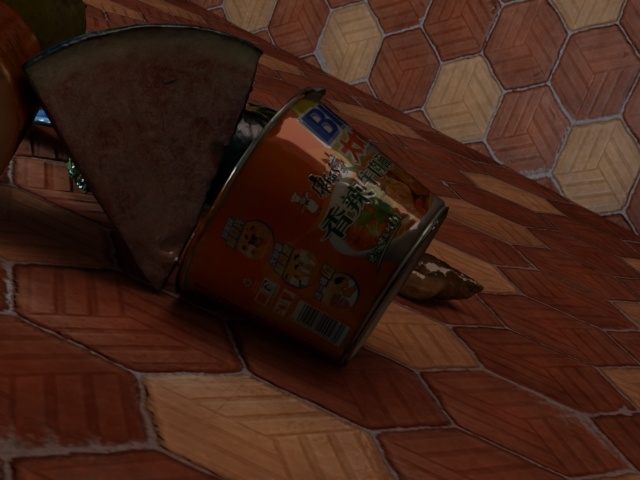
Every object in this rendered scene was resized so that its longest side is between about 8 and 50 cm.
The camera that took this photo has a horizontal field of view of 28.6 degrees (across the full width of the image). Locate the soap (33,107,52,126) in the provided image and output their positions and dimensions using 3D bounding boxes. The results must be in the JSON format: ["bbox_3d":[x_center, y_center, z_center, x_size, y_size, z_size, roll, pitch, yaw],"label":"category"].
[{"bbox_3d":[-0.401,-0.207,1.878,0.293,0.077,0.156,11,4,26],"label":"soap"}]

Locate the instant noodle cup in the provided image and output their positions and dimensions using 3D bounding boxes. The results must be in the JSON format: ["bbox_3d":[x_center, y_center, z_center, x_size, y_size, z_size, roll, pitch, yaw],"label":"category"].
[{"bbox_3d":[0.000,0.000,1.460,0.214,0.296,0.296,34,15,6],"label":"instant noodle cup"}]

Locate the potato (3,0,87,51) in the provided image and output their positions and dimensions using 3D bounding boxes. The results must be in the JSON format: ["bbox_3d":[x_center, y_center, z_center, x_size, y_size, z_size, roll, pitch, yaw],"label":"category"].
[{"bbox_3d":[-0.556,-0.396,2.064,0.330,0.280,0.213,23,12,-1],"label":"potato"}]

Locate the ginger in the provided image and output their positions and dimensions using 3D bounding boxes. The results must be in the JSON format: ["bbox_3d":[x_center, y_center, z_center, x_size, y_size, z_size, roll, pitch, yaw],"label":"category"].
[{"bbox_3d":[0.133,0.041,1.915,0.133,0.059,0.214,-4,26,-43],"label":"ginger"}]

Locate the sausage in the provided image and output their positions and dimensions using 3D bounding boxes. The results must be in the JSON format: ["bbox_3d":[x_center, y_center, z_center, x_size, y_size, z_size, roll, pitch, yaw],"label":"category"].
[{"bbox_3d":[-0.452,-0.175,1.478,0.233,0.233,0.287,19,13,-12],"label":"sausage"}]

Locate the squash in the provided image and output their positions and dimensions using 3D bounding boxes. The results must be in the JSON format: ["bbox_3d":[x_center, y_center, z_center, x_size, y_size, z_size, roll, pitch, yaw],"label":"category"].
[{"bbox_3d":[-0.135,-0.131,1.931,0.252,0.165,0.252,17,13,-4],"label":"squash"}]

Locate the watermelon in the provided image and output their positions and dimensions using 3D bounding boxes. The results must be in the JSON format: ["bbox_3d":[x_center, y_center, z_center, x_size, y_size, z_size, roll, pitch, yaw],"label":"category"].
[{"bbox_3d":[-0.247,-0.114,1.489,0.250,0.293,0.283,23,-30,-12],"label":"watermelon"}]

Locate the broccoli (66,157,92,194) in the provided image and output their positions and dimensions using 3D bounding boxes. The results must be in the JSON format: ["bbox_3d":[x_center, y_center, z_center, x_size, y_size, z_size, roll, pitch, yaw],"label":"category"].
[{"bbox_3d":[-0.248,-0.140,1.739,0.194,0.194,0.220,18,9,-16],"label":"broccoli"}]
